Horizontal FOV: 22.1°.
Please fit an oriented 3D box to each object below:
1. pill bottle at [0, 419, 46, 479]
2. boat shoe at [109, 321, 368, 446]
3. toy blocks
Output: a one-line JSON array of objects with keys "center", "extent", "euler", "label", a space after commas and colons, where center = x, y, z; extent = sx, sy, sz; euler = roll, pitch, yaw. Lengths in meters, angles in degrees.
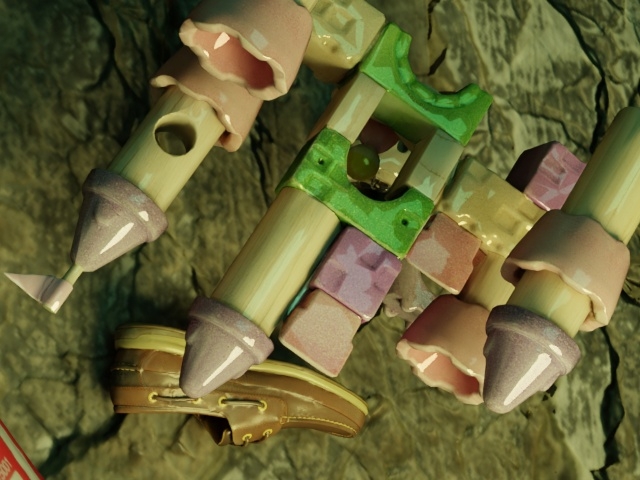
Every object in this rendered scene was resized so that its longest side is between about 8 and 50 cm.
[{"center": [-0.288, 0.082, 0.748], "extent": [0.229, 0.229, 0.408], "euler": [-42, 105, -36], "label": "pill bottle"}, {"center": [-0.053, 0.102, 1.032], "extent": [0.178, 0.064, 0.060], "euler": [19, 74, -26], "label": "boat shoe"}, {"center": [0.000, 0.000, 0.977], "extent": [0.288, 0.309, 0.260], "euler": [35, 72, -10], "label": "toy blocks"}]
